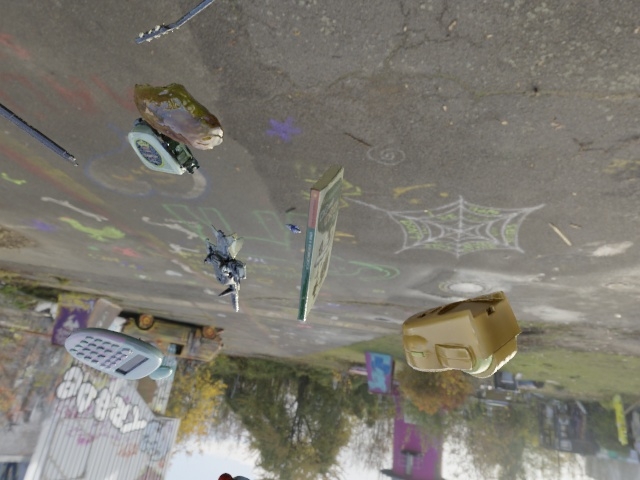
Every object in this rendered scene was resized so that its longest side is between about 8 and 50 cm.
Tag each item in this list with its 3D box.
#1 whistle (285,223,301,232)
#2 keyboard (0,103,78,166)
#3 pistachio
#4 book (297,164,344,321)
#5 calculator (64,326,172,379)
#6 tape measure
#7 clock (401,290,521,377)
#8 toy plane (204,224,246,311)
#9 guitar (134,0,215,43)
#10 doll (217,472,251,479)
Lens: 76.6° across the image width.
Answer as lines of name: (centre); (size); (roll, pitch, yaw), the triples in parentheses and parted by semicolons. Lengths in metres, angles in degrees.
whistle: (-0.107, -0.048, 1.597); (0.033, 0.029, 0.083); (3, -163, -42)
keyboard: (-0.728, -0.278, 1.008); (0.262, 0.016, 0.106); (39, 163, -19)
pistachio: (-0.224, -0.190, 0.607); (0.173, 0.049, 0.089); (26, 130, 12)
book: (0.000, 0.000, 1.112); (0.043, 0.260, 0.371); (11, 116, 9)
calculator: (-0.559, 0.325, 1.142); (0.185, 0.041, 0.299); (-35, 127, 26)
tape measure: (-0.587, -0.357, 1.513); (0.235, 0.115, 0.207); (13, 140, 28)
clock: (0.385, 0.278, 1.192); (0.244, 0.200, 0.317); (-11, 175, -38)
toy plane: (-0.251, 0.091, 1.082); (0.088, 0.262, 0.192); (-17, -149, -41)
guitar: (-0.076, -0.245, 0.364); (0.233, 0.088, 0.025); (-27, 120, 12)
doll: (-0.226, 0.614, 0.761); (0.240, 0.310, 0.284); (44, 169, 16)
